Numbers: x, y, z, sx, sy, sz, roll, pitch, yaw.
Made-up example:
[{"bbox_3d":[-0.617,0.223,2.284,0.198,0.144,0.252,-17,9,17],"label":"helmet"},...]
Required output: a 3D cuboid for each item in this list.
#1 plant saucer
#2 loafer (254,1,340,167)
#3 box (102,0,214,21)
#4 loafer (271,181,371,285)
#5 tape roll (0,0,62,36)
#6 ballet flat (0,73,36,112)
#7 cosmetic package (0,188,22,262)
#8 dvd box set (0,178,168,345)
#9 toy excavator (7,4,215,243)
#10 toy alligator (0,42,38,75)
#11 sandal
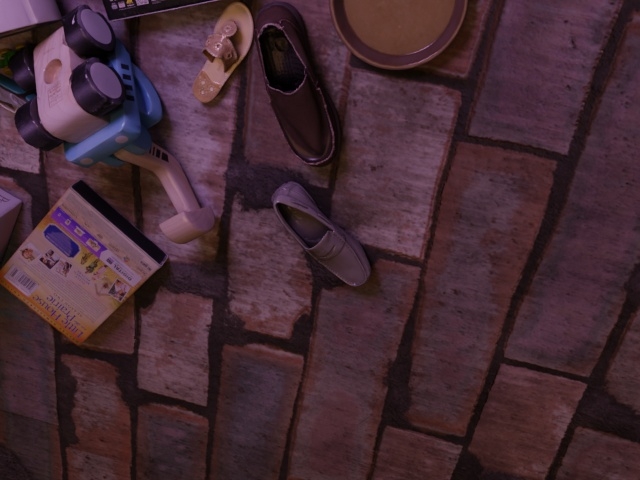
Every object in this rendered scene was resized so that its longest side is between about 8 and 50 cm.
[{"bbox_3d":[0.156,-0.485,1.281,0.278,0.041,0.278,5,118,9],"label":"plant saucer"},{"bbox_3d":[-0.064,-0.314,1.366,0.134,0.130,0.366,-15,114,19],"label":"loafer"},{"bbox_3d":[-0.318,-0.605,1.296,0.322,0.079,0.257,-6,114,15],"label":"box"},{"bbox_3d":[0.000,0.000,1.530,0.319,0.111,0.112,44,117,-12],"label":"loafer"},{"bbox_3d":[-0.687,-0.511,1.323,0.246,0.246,0.169,-10,111,17],"label":"tape roll"},{"bbox_3d":[-0.683,-0.319,1.480,0.213,0.072,0.068,27,118,4],"label":"ballet flat"},{"bbox_3d":[-1.061,-0.018,1.621,0.394,0.329,0.327,31,119,-6],"label":"cosmetic package"},{"bbox_3d":[-0.656,0.074,1.738,0.307,0.062,0.420,43,117,-12],"label":"dvd box set"},{"bbox_3d":[-0.429,-0.236,1.448,0.222,0.445,0.433,-25,66,24],"label":"toy excavator"},{"bbox_3d":[-0.677,-0.425,1.483,0.190,0.051,0.056,-18,82,1],"label":"toy alligator"},{"bbox_3d":[-0.219,-0.396,1.384,0.088,0.079,0.240,31,119,-5],"label":"sandal"}]
